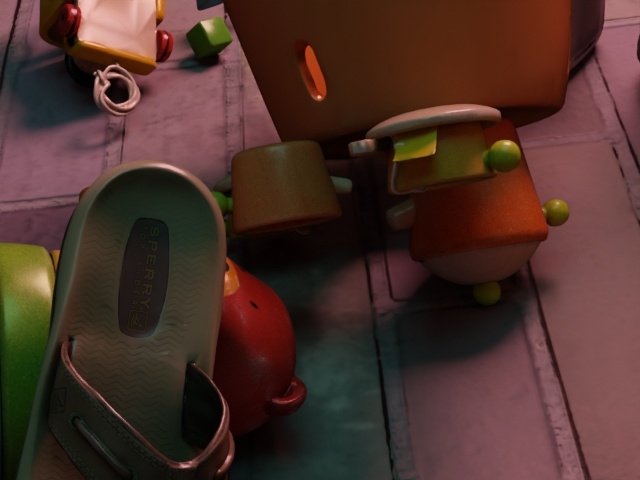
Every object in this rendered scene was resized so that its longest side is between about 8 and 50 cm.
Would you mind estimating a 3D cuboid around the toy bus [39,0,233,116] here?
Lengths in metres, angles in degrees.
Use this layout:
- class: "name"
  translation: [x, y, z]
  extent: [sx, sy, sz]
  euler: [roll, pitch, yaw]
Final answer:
- class: "toy bus"
  translation: [-0.194, -0.201, 1.432]
  extent: [0.202, 0.191, 0.104]
  euler: [-42, 4, -40]

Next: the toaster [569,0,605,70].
- class: "toaster"
  translation: [0.152, -0.226, 1.372]
  extent: [0.227, 0.146, 0.129]
  euler: [16, 41, 30]

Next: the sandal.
- class: "sandal"
  translation: [-0.099, 0.097, 0.881]
  extent: [0.120, 0.303, 0.086]
  euler: [6, -15, -23]

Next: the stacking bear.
- class: "stacking bear"
  translation: [-0.156, 0.071, 0.999]
  extent: [0.289, 0.164, 0.175]
  euler: [-2, 28, -13]

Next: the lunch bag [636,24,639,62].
- class: "lunch bag"
  translation: [0.367, -0.254, 1.240]
  extent: [0.256, 0.305, 0.213]
  euler: [-5, 34, 0]

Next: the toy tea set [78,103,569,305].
- class: "toy tea set"
  translation: [0.000, 0.000, 1.115]
  extent: [0.336, 0.124, 0.200]
  euler: [-11, -4, 25]

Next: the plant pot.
- class: "plant pot"
  translation: [0.058, -0.174, 1.163]
  extent: [0.290, 0.204, 0.291]
  euler: [-10, -3, 0]
